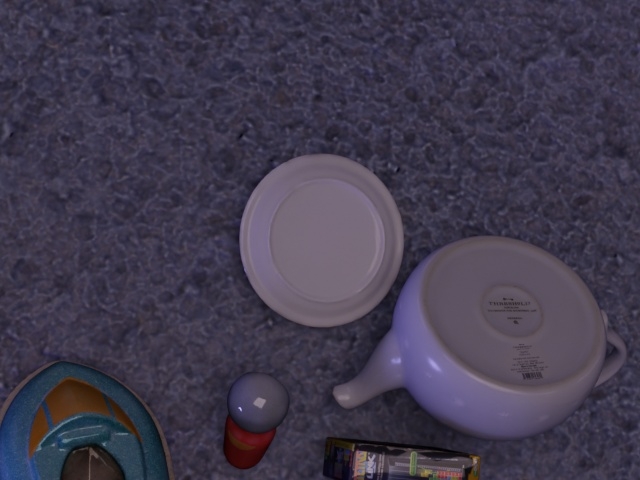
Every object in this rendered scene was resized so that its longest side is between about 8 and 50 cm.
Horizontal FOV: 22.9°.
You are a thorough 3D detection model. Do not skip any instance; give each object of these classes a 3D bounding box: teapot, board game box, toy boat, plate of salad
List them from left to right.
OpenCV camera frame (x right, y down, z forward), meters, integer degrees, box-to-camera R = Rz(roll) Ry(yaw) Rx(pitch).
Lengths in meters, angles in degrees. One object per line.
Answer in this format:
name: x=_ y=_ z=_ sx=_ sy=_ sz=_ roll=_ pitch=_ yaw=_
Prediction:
toy boat: x=-0.190 y=0.221 z=1.688 sx=0.318 sy=0.148 sz=0.267 roll=-12 pitch=59 yaw=-21
plate of salad: x=0.000 y=0.000 z=1.820 sx=0.200 sy=0.048 sz=0.199 roll=0 pitch=89 yaw=-20
board game box: x=0.086 y=0.249 z=1.744 sx=0.141 sy=0.170 sz=0.048 roll=6 pitch=84 yaw=-9
teapot: x=0.191 y=0.131 z=1.776 sx=0.256 sy=0.187 sz=0.252 roll=32 pitch=51 yaw=11
